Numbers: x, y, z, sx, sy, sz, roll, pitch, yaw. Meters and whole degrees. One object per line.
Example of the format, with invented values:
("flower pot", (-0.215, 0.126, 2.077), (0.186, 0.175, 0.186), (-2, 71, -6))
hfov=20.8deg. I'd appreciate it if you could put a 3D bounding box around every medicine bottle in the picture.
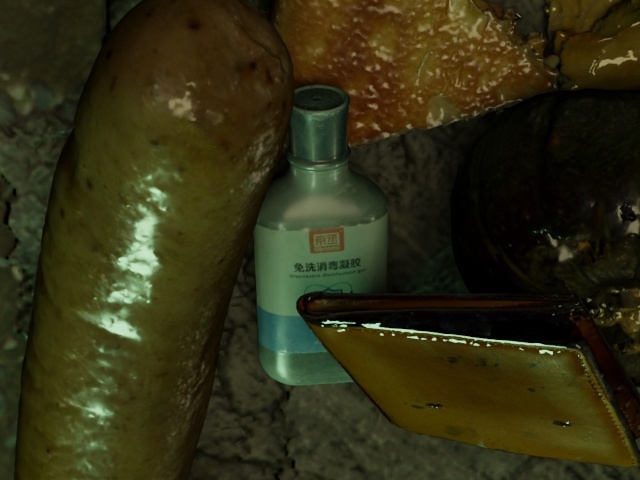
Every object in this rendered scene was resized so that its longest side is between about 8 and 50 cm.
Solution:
("medicine bottle", (0.000, 0.000, 1.150), (0.090, 0.054, 0.209), (-3, 121, -3))

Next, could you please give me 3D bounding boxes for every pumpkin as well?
("pumpkin", (0.199, 0.005, 1.115), (0.238, 0.238, 0.159), (27, 57, -14))

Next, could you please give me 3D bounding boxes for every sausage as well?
("sausage", (-0.118, 0.059, 1.087), (0.123, 0.136, 0.501), (-13, 135, -35))

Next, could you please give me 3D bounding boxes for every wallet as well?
("wallet", (0.102, 0.082, 1.111), (0.161, 0.195, 0.042), (54, 48, -46))

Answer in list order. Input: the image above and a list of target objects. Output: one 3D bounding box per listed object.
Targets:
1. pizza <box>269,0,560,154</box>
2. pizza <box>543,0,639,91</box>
("pizza", (0.058, -0.125, 1.140), (0.193, 0.053, 0.201), (21, 116, -6))
("pizza", (0.282, -0.225, 1.141), (0.268, 0.087, 0.258), (-4, 108, -9))
